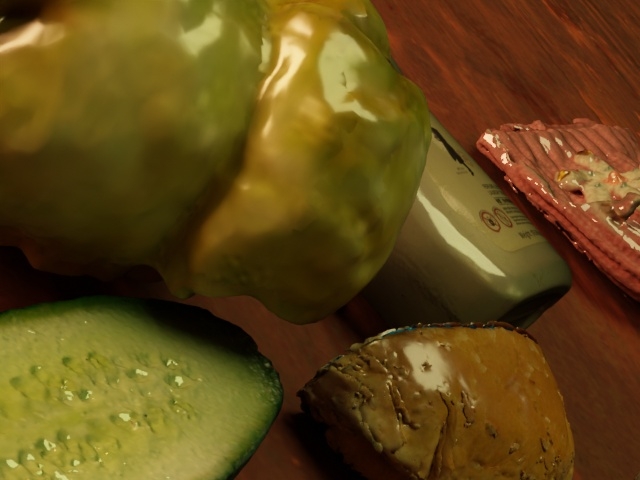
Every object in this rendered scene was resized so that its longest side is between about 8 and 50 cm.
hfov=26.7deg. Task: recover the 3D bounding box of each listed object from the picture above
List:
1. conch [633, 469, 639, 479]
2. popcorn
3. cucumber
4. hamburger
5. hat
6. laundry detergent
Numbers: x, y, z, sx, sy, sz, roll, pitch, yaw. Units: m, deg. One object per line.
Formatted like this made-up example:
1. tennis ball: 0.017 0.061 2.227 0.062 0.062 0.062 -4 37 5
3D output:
1. conch: 0.194 0.183 0.701 0.135 0.102 0.153 7 41 -28
2. popcorn: -0.099 -0.085 0.603 0.286 0.173 0.225 25 12 -13
3. cucumber: -0.092 0.080 0.495 0.115 0.063 0.244 40 24 18
4. hamburger: 0.080 0.097 0.683 0.176 0.087 0.102 12 37 -50
5. hat: 0.275 -0.011 1.099 0.237 0.107 0.286 -8 49 -45
6. laundry detergent: 0.040 -0.046 0.835 0.253 0.091 0.181 52 24 16
